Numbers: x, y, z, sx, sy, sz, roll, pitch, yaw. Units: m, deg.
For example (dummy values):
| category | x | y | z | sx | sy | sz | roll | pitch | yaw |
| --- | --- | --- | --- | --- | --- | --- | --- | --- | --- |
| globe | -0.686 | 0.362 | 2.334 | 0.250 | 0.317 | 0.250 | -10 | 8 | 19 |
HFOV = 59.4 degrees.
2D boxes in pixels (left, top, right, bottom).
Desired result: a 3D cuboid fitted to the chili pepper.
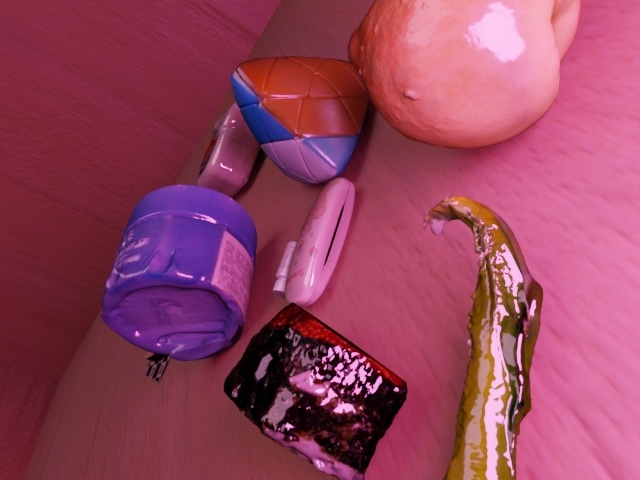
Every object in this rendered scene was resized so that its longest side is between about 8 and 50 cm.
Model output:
| category | x | y | z | sx | sy | sz | roll | pitch | yaw |
| --- | --- | --- | --- | --- | --- | --- | --- | --- | --- |
| chili pepper | 0.105 | 0.135 | 0.390 | 0.085 | 0.076 | 0.358 | -22 | 50 | 52 |

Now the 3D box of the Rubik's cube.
| category | x | y | z | sx | sy | sz | roll | pitch | yaw |
| --- | --- | --- | --- | --- | --- | --- | --- | --- | --- |
| Rubik's cube | -0.015 | -0.212 | 0.988 | 0.254 | 0.254 | 0.254 | -47 | 26 | 32 |

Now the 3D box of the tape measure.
| category | x | y | z | sx | sy | sz | roll | pitch | yaw |
| --- | --- | --- | --- | --- | --- | --- | --- | --- | --- |
| tape measure | -0.238 | -0.240 | 1.523 | 0.258 | 0.130 | 0.265 | -7 | 63 | 67 |

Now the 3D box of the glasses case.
| category | x | y | z | sx | sy | sz | roll | pitch | yaw |
| --- | --- | --- | --- | --- | --- | --- | --- | --- | --- |
| glasses case | 0.000 | 0.000 | 0.810 | 0.081 | 0.051 | 0.204 | -21 | 45 | 55 |

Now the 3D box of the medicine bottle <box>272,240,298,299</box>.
| category | x | y | z | sx | sy | sz | roll | pitch | yaw |
| --- | --- | --- | --- | --- | --- | --- | --- | --- | --- |
| medicine bottle | -0.041 | 0.046 | 0.852 | 0.047 | 0.047 | 0.083 | -21 | 46 | 58 |

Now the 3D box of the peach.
| category | x | y | z | sx | sy | sz | roll | pitch | yaw |
| --- | --- | --- | --- | --- | --- | --- | --- | --- | --- |
| peach | 0.126 | -0.197 | 0.551 | 0.232 | 0.233 | 0.232 | -47 | 26 | 32 |

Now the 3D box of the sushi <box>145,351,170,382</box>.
| category | x | y | z | sx | sy | sz | roll | pitch | yaw |
| --- | --- | --- | --- | --- | --- | --- | --- | --- | --- |
| sushi | -0.401 | 0.242 | 1.418 | 0.193 | 0.040 | 0.210 | -13 | 52 | 62 |

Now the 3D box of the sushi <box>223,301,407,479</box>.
| category | x | y | z | sx | sy | sz | roll | pitch | yaw |
| --- | --- | --- | --- | --- | --- | --- | --- | --- | --- |
| sushi | -0.015 | 0.146 | 0.565 | 0.126 | 0.136 | 0.225 | -56 | 16 | -7 |

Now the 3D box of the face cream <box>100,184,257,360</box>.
| category | x | y | z | sx | sy | sz | roll | pitch | yaw |
| --- | --- | --- | --- | --- | --- | --- | --- | --- | --- |
| face cream | -0.245 | 0.060 | 1.015 | 0.249 | 0.249 | 0.225 | -46 | 29 | 34 |
